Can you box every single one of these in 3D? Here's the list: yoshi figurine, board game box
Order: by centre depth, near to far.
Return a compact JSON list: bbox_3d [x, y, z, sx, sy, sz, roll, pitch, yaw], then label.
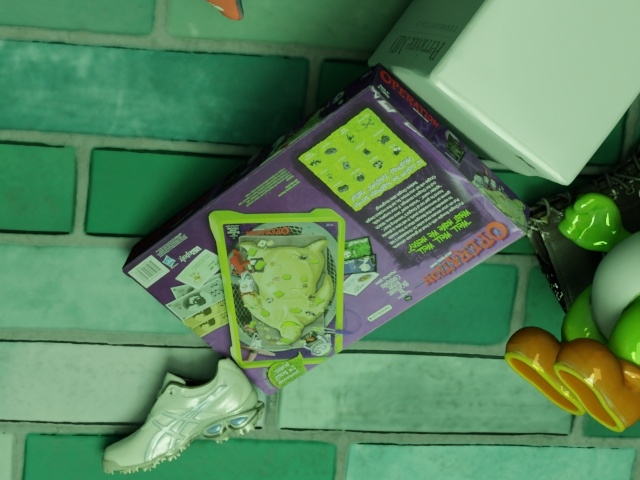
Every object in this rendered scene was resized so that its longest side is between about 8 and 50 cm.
[{"bbox_3d":[0.318,-0.013,1.637,0.203,0.203,0.362,37,78,23],"label":"yoshi figurine"},{"bbox_3d":[0.000,0.000,1.664,0.347,0.056,0.208,-34,110,33],"label":"board game box"}]

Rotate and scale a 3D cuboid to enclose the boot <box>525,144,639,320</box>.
[{"bbox_3d":[0.304,-0.057,1.766,0.229,0.091,0.263,-21,112,-4],"label":"boot"}]

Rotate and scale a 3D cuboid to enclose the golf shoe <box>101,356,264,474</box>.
[{"bbox_3d":[-0.147,0.173,1.765,0.176,0.069,0.086,-24,99,8],"label":"golf shoe"}]

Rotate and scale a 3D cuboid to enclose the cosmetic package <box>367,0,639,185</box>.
[{"bbox_3d":[0.258,-0.283,1.566,0.161,0.230,0.453,37,89,-15],"label":"cosmetic package"}]

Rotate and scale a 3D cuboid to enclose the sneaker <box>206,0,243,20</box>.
[{"bbox_3d":[0.022,-0.326,1.617,0.350,0.131,0.148,-29,117,5],"label":"sneaker"}]
